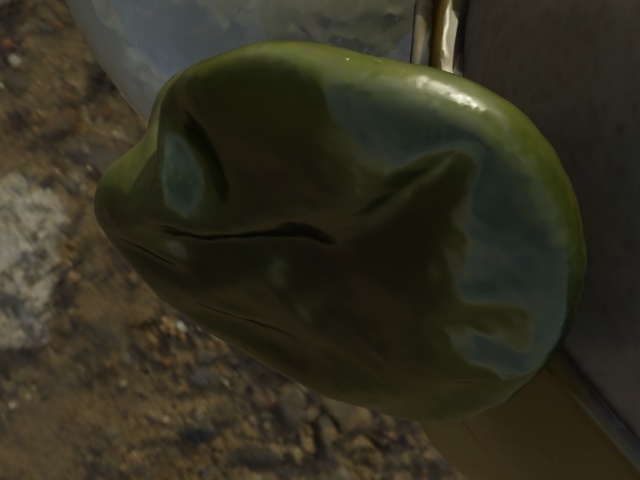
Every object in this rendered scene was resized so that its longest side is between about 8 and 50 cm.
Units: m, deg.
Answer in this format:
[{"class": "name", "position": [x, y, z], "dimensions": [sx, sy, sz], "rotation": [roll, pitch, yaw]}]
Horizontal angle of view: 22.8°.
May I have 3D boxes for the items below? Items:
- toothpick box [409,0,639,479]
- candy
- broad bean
[{"class": "toothpick box", "position": [0.228, -0.031, 0.628], "dimensions": [0.409, 0.425, 0.409], "rotation": [1, 87, -25]}, {"class": "candy", "position": [-0.011, -0.187, 0.863], "dimensions": [0.295, 0.185, 0.295], "rotation": [0, 91, -32]}, {"class": "broad bean", "position": [0.002, -0.002, 0.519], "dimensions": [0.072, 0.207, 0.153], "rotation": [-49, 117, -18]}]
